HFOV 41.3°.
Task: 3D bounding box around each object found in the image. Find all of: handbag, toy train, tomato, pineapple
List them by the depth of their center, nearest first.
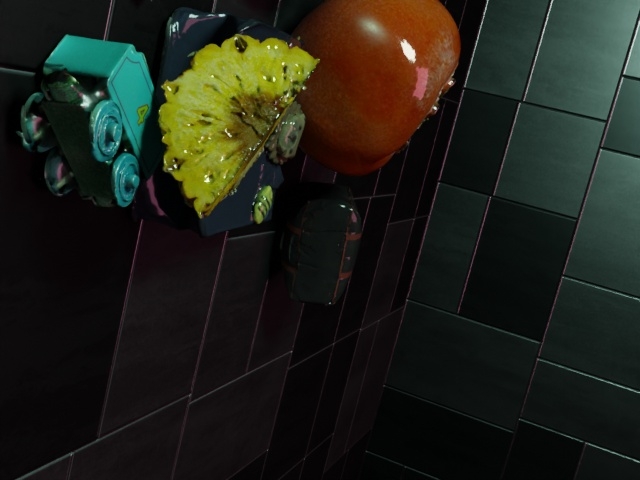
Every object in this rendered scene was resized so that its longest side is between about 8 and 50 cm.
[{"bbox_3d":[-0.248,-0.131,0.950,0.198,0.107,0.154,82,23,-52],"label":"toy train"},{"bbox_3d":[-0.126,-0.142,1.034,0.249,0.140,0.164,-57,-179,-14],"label":"pineapple"},{"bbox_3d":[-0.123,-0.167,1.241,0.329,0.122,0.303,-15,120,-70],"label":"handbag"},{"bbox_3d":[0.077,-0.290,1.470,0.341,0.273,0.341,-54,-177,4],"label":"tomato"},{"bbox_3d":[0.000,0.000,1.673,0.169,0.155,0.215,-80,-179,-72],"label":"handbag"}]
